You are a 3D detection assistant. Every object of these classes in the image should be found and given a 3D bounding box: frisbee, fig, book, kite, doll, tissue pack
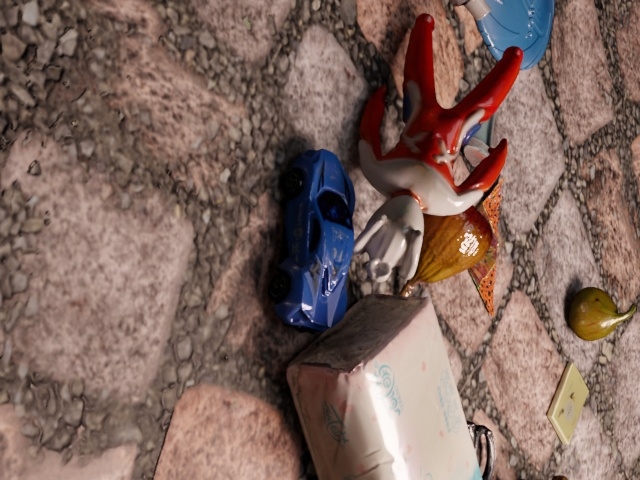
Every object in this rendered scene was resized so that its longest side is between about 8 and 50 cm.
[{"bbox_3d":[0.300,-0.376,1.718,0.242,0.045,0.242,0,90,-51],"label":"frisbee"},{"bbox_3d":[0.149,0.002,1.495,0.119,0.153,0.119,38,25,-21],"label":"fig"},{"bbox_3d":[0.399,0.262,1.841,0.077,0.014,0.111,56,48,-33],"label":"book"},{"bbox_3d":[0.224,0.004,1.638,0.125,0.008,0.222,14,78,-50],"label":"kite"},{"bbox_3d":[0.133,-0.111,1.421,0.099,0.188,0.384,107,7,-59],"label":"doll"},{"bbox_3d":[0.446,0.121,1.840,0.084,0.098,0.082,-36,119,-33],"label":"fig"},{"bbox_3d":[0.082,0.222,1.367,0.201,0.124,0.271,-39,118,-48],"label":"tissue pack"}]

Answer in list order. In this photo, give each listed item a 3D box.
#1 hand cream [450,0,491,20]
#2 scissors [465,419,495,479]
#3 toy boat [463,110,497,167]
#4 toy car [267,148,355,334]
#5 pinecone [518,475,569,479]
[{"bbox_3d":[0.159,-0.407,1.540,0.257,0.050,0.084,55,47,-26],"label":"hand cream"},{"bbox_3d":[0.190,0.399,1.574,0.109,0.022,0.299,23,71,-45],"label":"scissors"},{"bbox_3d":[0.231,-0.166,1.642,0.096,0.034,0.122,38,52,-44],"label":"toy boat"},{"bbox_3d":[0.000,0.000,1.315,0.103,0.063,0.216,21,72,-49],"label":"toy car"},{"bbox_3d":[0.345,0.432,1.665,0.195,0.150,0.179,24,64,-52],"label":"pinecone"}]
